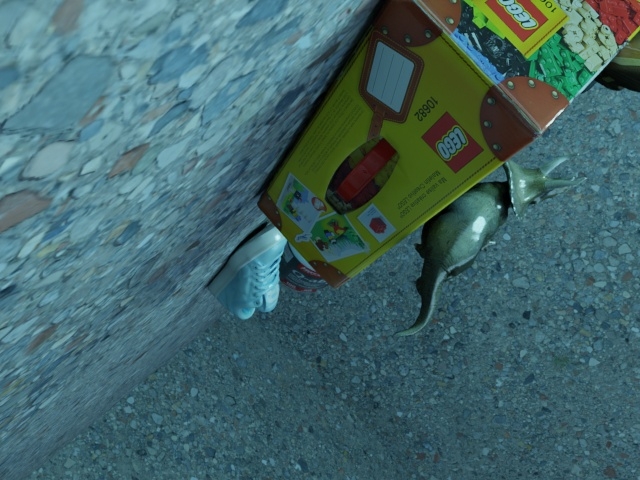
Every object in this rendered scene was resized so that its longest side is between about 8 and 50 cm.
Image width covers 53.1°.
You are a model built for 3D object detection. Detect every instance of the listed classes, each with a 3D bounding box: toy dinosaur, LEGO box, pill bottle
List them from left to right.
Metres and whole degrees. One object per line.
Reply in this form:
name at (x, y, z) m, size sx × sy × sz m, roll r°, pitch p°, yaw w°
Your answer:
pill bottle at (0.000, 0.000, 1.639) m, size 0.210 × 0.210 × 0.363 m, roll -42°, pitch 178°, yaw -22°
LEGO box at (0.162, -0.182, 0.866) m, size 0.372 × 0.193 × 0.500 m, roll -42°, pitch 179°, yaw -29°
toy dinosaur at (0.180, -0.011, 0.831) m, size 0.313 × 0.121 × 0.160 m, roll -37°, pitch 165°, yaw -20°

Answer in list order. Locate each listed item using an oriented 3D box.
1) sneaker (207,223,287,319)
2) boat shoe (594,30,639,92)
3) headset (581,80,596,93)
sneaker at (-0.134, 0.079, 1.471) m, size 0.135 × 0.150 × 0.366 m, roll -43°, pitch 179°, yaw -33°
boat shoe at (0.389, -0.230, 0.795) m, size 0.072 × 0.068 × 0.190 m, roll -57°, pitch -174°, yaw 15°
headset at (0.439, -0.415, 1.329) m, size 0.394 × 0.243 × 0.185 m, roll -15°, pitch 157°, yaw -21°
